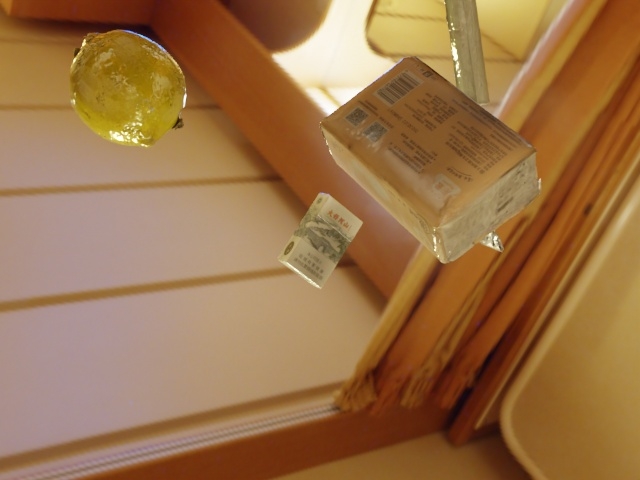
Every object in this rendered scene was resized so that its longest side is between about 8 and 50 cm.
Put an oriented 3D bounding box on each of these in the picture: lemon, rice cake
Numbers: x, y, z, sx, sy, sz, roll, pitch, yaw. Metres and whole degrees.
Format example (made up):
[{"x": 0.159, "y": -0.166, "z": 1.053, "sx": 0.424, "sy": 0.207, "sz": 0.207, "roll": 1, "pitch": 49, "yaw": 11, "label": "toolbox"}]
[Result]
[{"x": -0.308, "y": -0.243, "z": 1.462, "sx": 0.206, "sy": 0.173, "sz": 0.173, "roll": 45, "pitch": -146, "yaw": 1, "label": "lemon"}, {"x": 0.265, "y": -0.362, "z": 1.686, "sx": 0.057, "sy": 0.256, "sz": 0.052, "roll": -1, "pitch": -163, "yaw": 34, "label": "rice cake"}]

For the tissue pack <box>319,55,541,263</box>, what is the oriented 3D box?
[{"x": 0.185, "y": -0.114, "z": 1.526, "sx": 0.238, "sy": 0.239, "sz": 0.305, "roll": -9, "pitch": -138, "yaw": -40, "label": "tissue pack"}]

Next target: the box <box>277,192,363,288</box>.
[{"x": 0.000, "y": 0.000, "z": 0.949, "sx": 0.054, "sy": 0.083, "sz": 0.024, "roll": 37, "pitch": 169, "yaw": -28, "label": "box"}]
